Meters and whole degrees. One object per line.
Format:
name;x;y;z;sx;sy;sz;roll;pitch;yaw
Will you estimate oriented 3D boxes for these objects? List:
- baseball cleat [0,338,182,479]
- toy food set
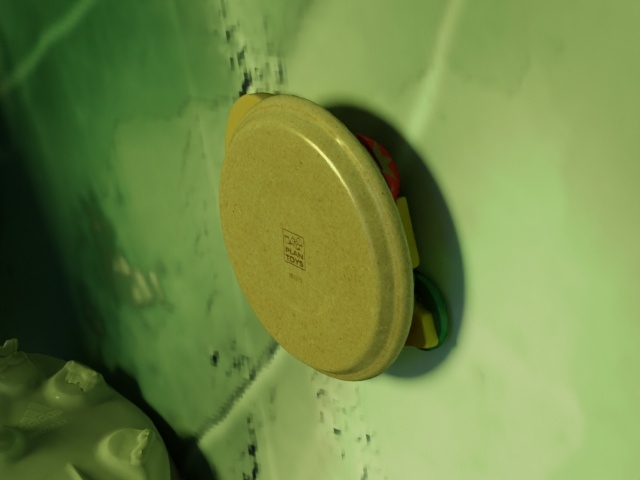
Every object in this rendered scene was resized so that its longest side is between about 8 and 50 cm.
baseball cleat;-0.059;0.127;0.630;0.206;0.072;0.109;47;147;37
toy food set;0.000;0.000;0.522;0.083;0.020;0.083;3;110;54
